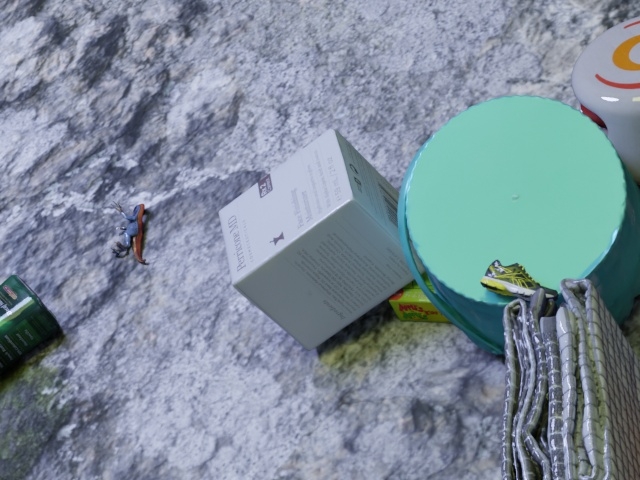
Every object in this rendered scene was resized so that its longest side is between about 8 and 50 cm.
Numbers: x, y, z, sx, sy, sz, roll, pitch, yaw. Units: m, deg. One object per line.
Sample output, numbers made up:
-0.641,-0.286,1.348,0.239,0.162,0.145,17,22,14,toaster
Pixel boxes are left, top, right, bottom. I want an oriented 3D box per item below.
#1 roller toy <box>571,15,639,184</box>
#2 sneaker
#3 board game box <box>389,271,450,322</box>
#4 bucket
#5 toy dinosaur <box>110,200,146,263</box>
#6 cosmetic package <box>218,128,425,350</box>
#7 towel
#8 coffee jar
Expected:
0.398,-0.162,2.061,0.209,0.146,0.191,6,44,35,roller toy
0.207,0.041,1.806,0.083,0.031,0.035,15,77,20,sneaker
0.155,0.013,2.109,0.092,0.043,0.181,1,53,29,board game box
0.226,-0.019,1.936,0.281,0.183,0.281,-5,71,14,bucket
-0.251,-0.013,2.370,0.090,0.047,0.082,35,59,9,toy dinosaur
0.000,0.000,2.093,0.184,0.151,0.151,-36,35,16,cosmetic package
0.263,0.209,1.747,0.121,0.235,0.283,-19,45,20,towel
-0.439,0.136,2.295,0.184,0.079,0.096,-42,45,-10,coffee jar
